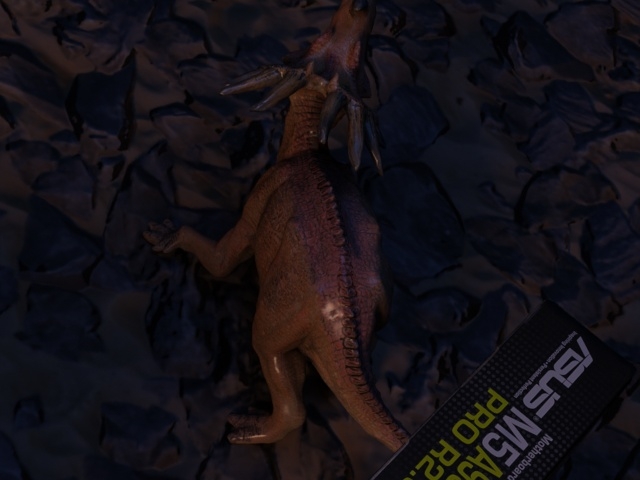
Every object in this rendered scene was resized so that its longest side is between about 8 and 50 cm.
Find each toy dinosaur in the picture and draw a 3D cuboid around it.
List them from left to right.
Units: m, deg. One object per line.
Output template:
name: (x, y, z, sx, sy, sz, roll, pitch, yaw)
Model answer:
toy dinosaur: (0.000, 0.000, 1.068, 0.127, 0.200, 0.296, -3, 54, -28)

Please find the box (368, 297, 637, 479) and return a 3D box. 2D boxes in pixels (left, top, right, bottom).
box: (0.030, 0.176, 0.886, 0.060, 0.270, 0.216, 39, 46, 11)
